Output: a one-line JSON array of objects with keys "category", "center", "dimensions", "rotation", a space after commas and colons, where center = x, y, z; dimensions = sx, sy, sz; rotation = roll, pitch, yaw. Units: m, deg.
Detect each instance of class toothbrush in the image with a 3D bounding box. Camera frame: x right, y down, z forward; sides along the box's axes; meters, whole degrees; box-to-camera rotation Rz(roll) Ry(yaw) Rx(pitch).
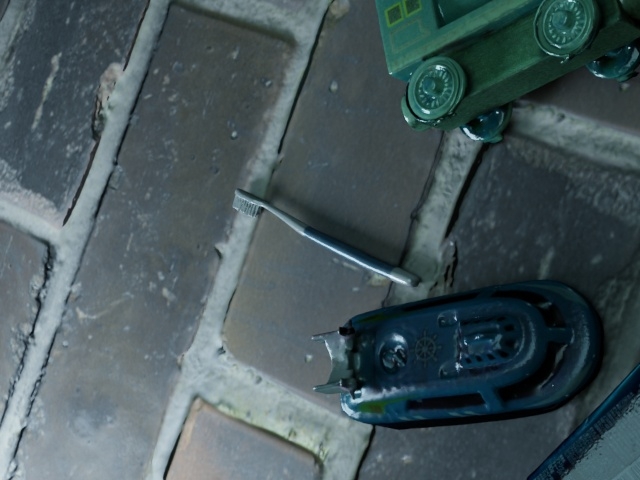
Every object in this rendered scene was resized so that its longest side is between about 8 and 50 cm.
[{"category": "toothbrush", "center": [0.000, 0.000, 1.613], "dimensions": [0.275, 0.019, 0.025], "rotation": [27, 103, 35]}]

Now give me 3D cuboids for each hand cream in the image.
[{"category": "hand cream", "center": [0.285, 0.203, 1.361], "dimensions": [0.270, 0.061, 0.120], "rotation": [-46, 61, 15]}]

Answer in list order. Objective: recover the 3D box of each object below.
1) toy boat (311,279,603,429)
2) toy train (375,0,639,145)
[{"category": "toy boat", "center": [0.133, 0.114, 1.460], "dimensions": [0.298, 0.092, 0.134], "rotation": [-13, 72, 34]}, {"category": "toy train", "center": [0.193, -0.224, 1.448], "dimensions": [0.298, 0.120, 0.194], "rotation": [-24, 65, 35]}]
